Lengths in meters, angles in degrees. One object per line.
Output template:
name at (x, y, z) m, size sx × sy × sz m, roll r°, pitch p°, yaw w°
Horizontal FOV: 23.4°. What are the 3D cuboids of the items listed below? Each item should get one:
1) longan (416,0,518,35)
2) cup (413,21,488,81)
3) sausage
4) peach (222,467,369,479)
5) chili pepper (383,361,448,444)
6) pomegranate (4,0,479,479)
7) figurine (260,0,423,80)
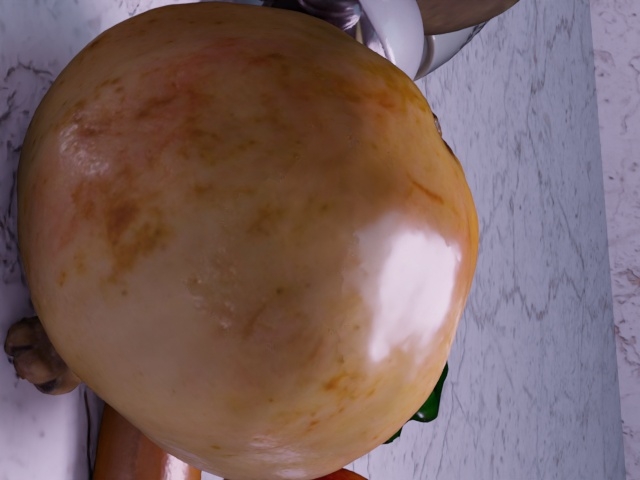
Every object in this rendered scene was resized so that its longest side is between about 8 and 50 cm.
longan at (0.122, -0.402, 1.796) m, size 0.361 × 0.361 × 0.361 m, roll 0°, pitch 90°, yaw -70°
cup at (0.163, -0.329, 2.051) m, size 0.186 × 0.258 × 0.234 m, roll 61°, pitch 37°, yaw -23°
sausage at (-0.159, 0.242, 1.397) m, size 0.105 × 0.105 × 0.274 m, roll 35°, pitch 58°, yaw -66°
peach at (-0.023, 0.373, 1.509) m, size 0.308 × 0.308 × 0.332 m, roll -13°, pitch 98°, yaw -69°
chili pepper at (0.054, 0.119, 1.894) m, size 0.174 × 0.165 × 0.261 m, roll 40°, pitch 16°, yaw -44°
pomegranate at (-0.077, 0.000, 1.261) m, size 0.411 × 0.411 × 0.411 m, roll 0°, pitch 90°, yaw -70°
figurine at (0.023, -0.206, 1.710) m, size 0.281 × 0.167 × 0.370 m, roll 56°, pitch -7°, yaw 9°
